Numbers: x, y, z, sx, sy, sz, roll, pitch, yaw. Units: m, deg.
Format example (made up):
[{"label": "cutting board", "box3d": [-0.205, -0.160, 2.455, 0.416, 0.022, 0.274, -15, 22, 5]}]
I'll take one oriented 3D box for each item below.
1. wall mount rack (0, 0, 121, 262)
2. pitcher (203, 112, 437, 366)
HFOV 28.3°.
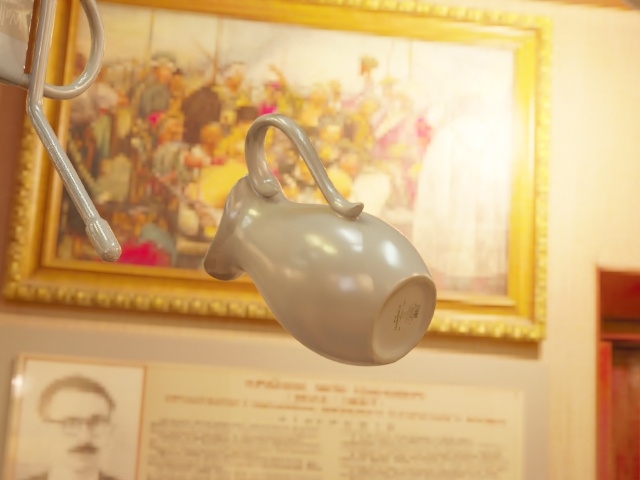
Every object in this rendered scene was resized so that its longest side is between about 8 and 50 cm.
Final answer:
[{"label": "wall mount rack", "box3d": [-0.247, -0.149, 0.915, 0.130, 0.304, 0.350, -3, -13, 35]}, {"label": "pitcher", "box3d": [0.000, 0.000, 1.082, 0.125, 0.177, 0.207, -21, 39, -40]}]
